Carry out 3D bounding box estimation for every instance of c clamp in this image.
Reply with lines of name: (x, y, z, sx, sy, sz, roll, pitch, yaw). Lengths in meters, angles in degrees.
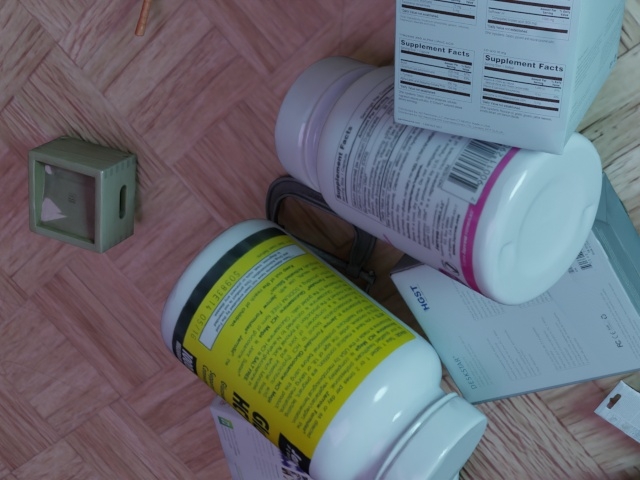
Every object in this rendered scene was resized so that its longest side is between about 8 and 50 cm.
c clamp: (0.000, 0.000, 1.202, 0.161, 0.022, 0.137, 30, 132, 9)

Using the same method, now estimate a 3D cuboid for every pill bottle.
pill bottle: (0.004, 0.140, 1.110, 0.334, 0.188, 0.188, 38, 134, 22)
pill bottle: (0.098, -0.068, 0.959, 0.283, 0.160, 0.160, 31, 136, 39)

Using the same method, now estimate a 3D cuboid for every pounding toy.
pounding toy: (-0.299, -0.052, 1.310, 0.130, 0.100, 0.141, 16, 117, 20)

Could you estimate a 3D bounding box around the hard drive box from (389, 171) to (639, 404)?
hard drive box: (0.217, 0.056, 1.066, 0.232, 0.089, 0.181, -19, 109, 38)

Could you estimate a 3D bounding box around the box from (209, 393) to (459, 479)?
box: (0.023, 0.310, 1.348, 0.322, 0.058, 0.232, 18, 143, 21)

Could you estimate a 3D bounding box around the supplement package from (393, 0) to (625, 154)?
supplement package: (0.161, -0.212, 0.842, 0.149, 0.194, 0.203, 14, 126, 22)

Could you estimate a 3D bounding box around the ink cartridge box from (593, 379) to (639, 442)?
ink cartridge box: (0.359, 0.191, 1.115, 0.115, 0.029, 0.063, 33, 132, 8)

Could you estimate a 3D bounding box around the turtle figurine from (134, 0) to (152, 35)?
turtle figurine: (-0.269, -0.346, 1.080, 0.217, 0.087, 0.269, 15, 128, 22)
